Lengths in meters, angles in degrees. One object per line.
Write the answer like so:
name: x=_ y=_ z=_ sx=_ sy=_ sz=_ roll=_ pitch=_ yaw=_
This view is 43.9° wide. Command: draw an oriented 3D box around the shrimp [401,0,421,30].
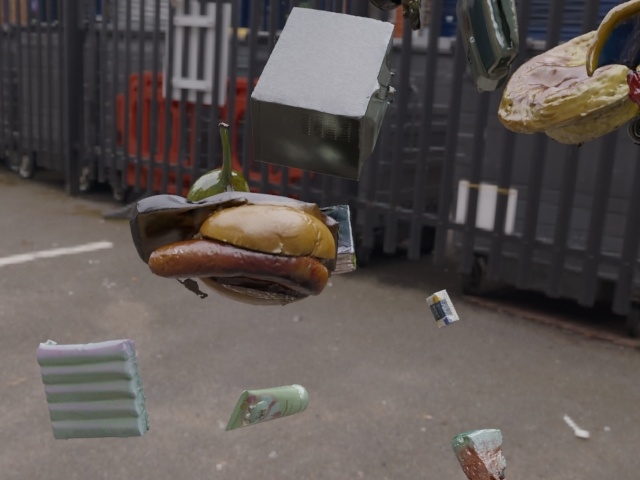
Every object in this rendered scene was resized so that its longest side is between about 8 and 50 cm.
shrimp: x=0.208 y=-0.515 z=1.547 sx=0.150 sy=0.217 sz=0.051 roll=-2 pitch=6 yaw=-38

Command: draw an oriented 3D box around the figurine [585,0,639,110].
figurine: x=0.627 y=-0.345 z=1.168 sx=0.401 sy=0.386 sz=0.268 roll=14 pitch=-6 yaw=7

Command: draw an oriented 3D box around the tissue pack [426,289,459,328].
tissue pack: x=0.298 y=0.169 z=1.947 sx=0.042 sy=0.083 sz=0.062 roll=-19 pitch=-11 yaw=-19

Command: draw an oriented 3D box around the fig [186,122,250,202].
fig: x=-0.191 y=-0.118 z=1.574 sx=0.149 sy=0.245 sz=0.149 roll=7 pitch=45 yaw=-7

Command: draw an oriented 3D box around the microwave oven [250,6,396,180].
microwave oven: x=0.022 y=-0.419 z=2.244 sx=0.375 sy=0.236 sz=0.431 roll=12 pitch=51 yaw=7

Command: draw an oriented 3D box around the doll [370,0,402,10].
doll: x=0.150 y=-0.608 z=1.688 sx=0.144 sy=0.234 sz=0.135 roll=-21 pitch=16 yaw=25

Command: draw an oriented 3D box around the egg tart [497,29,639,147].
egg tart: x=0.628 y=-0.353 z=1.836 sx=0.443 sy=0.178 sz=0.443 roll=-29 pitch=21 yaw=13

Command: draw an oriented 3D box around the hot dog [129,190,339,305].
hot dog: x=-0.102 y=0.034 z=1.148 sx=0.326 sy=0.194 sz=0.107 roll=-6 pitch=37 yaw=-22

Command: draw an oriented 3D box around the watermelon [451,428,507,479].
watermelon: x=0.483 y=0.674 z=2.334 sx=0.154 sy=0.241 sz=0.094 roll=1 pitch=-27 yaw=-41

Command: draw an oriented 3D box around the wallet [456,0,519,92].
wallet: x=0.332 y=-0.435 z=1.613 sx=0.083 sy=0.252 sz=0.360 roll=-9 pitch=-3 yaw=4

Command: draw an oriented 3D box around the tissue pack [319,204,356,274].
tissue pack: x=0.000 y=0.000 z=2.047 sx=0.174 sy=0.073 sz=0.235 roll=-6 pitch=32 yaw=4

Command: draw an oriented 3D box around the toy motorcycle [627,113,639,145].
toy motorcycle: x=0.876 y=-0.267 z=1.841 sx=0.275 sy=0.127 sz=0.205 roll=27 pitch=43 yaw=30

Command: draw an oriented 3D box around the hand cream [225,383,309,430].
hand cream: x=-0.159 y=0.498 z=2.425 sx=0.093 sy=0.147 sz=0.306 roll=38 pitch=22 yaw=34

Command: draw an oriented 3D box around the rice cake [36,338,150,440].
rice cake: x=-0.379 y=0.247 z=1.310 sx=0.198 sy=0.189 sz=0.037 roll=0 pitch=15 yaw=24
